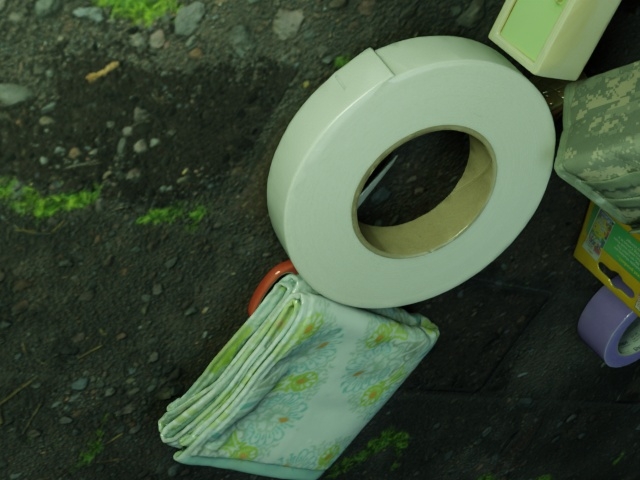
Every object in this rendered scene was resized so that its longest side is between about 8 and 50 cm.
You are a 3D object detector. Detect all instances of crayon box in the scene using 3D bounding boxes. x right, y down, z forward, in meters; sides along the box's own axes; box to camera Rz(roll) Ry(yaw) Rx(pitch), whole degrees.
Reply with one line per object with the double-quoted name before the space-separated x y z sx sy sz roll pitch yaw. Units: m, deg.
"crayon box" 0.530 -0.045 1.730 0.083 0.203 0.323 -19 138 -25

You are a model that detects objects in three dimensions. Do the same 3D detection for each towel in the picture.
"towel" -0.021 0.213 1.601 0.320 0.090 0.374 -48 144 16

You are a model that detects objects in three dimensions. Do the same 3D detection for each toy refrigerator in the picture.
"toy refrigerator" 0.320 -0.342 1.347 0.094 0.102 0.269 0 128 -39

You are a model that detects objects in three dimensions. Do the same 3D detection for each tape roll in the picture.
"tape roll" 0.584 0.145 2.062 0.189 0.080 0.189 -22 138 -21
"tape roll" 0.121 -0.080 1.414 0.392 0.072 0.392 -15 133 -16

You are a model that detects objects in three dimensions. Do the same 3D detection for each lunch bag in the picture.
"lunch bag" 0.487 -0.110 1.437 0.287 0.169 0.235 31 149 -34

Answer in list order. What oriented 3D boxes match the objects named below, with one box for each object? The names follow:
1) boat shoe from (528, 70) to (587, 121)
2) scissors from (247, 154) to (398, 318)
"boat shoe" 0.293 -0.178 1.521 0.178 0.064 0.060 -34 147 2
"scissors" 0.000 0.000 1.479 0.109 0.021 0.297 9 123 -42
